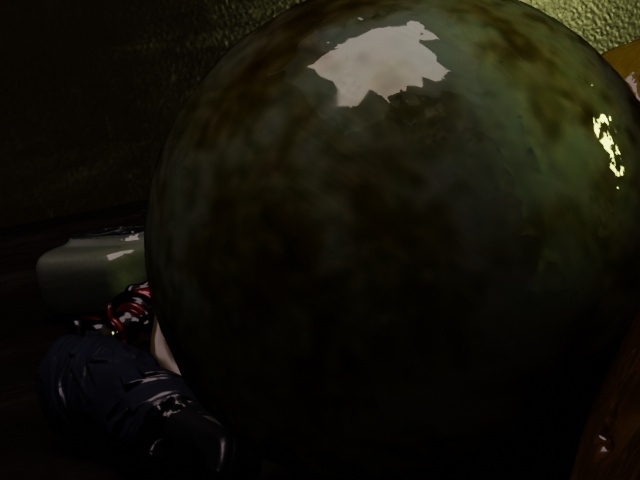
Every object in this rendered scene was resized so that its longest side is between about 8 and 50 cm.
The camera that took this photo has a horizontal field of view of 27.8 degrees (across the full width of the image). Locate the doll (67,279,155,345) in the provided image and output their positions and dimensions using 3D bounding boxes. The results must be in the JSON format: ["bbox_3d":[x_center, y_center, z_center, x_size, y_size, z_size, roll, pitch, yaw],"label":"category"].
[{"bbox_3d":[-0.083,0.043,1.066,0.249,0.088,0.127,-24,35,-27],"label":"doll"}]

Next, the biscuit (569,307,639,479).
[{"bbox_3d":[0.131,0.020,0.401,0.034,0.215,0.182,26,34,7],"label":"biscuit"}]

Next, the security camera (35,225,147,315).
[{"bbox_3d":[-0.142,0.027,1.264,0.302,0.080,0.157,-1,11,37],"label":"security camera"}]

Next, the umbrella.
[{"bbox_3d":[-0.095,0.100,0.740,0.071,0.070,0.248,-15,13,-33],"label":"umbrella"}]

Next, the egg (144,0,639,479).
[{"bbox_3d":[0.049,0.002,0.611,0.238,0.238,0.289,-7,-8,23],"label":"egg"}]

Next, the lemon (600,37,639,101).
[{"bbox_3d":[0.223,-0.032,0.781,0.231,0.192,0.192,-9,6,41],"label":"lemon"}]

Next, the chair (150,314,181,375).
[{"bbox_3d":[0.000,0.000,0.893,0.159,0.172,0.247,30,25,20],"label":"chair"}]
